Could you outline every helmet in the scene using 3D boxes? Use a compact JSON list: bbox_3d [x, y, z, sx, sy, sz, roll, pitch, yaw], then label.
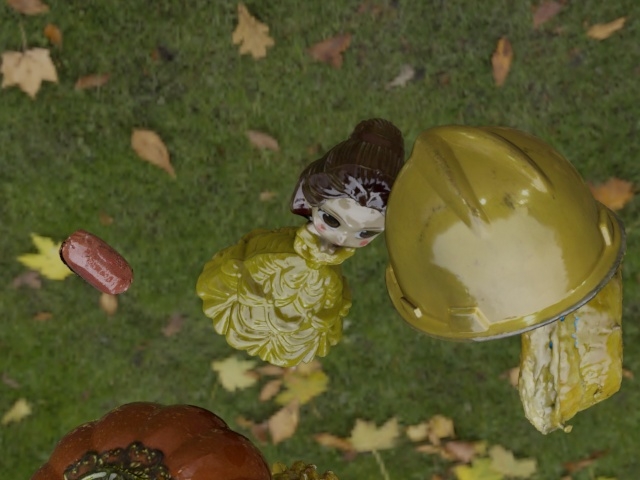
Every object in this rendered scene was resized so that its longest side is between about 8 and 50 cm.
[{"bbox_3d":[0.132,-0.032,0.967,0.205,0.257,0.140,-32,117,-10],"label":"helmet"}]

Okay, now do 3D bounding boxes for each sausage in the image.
[{"bbox_3d":[-0.362,0.037,1.830,0.076,0.076,0.141,-28,128,24],"label":"sausage"}]

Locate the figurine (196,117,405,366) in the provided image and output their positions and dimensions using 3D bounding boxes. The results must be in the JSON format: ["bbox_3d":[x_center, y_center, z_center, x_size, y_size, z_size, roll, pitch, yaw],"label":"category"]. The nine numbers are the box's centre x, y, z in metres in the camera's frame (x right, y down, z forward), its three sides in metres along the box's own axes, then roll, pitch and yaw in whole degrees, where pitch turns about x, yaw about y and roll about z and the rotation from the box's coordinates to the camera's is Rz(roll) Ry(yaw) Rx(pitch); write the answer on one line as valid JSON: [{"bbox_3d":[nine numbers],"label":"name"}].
[{"bbox_3d":[-0.001,0.003,1.277,0.187,0.168,0.315,41,142,3],"label":"figurine"}]

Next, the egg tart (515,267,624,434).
[{"bbox_3d":[0.443,0.152,1.959,0.169,0.388,0.388,3,143,18],"label":"egg tart"}]

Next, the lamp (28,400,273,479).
[{"bbox_3d":[-0.134,0.237,0.891,0.223,0.223,0.196,-13,152,8],"label":"lamp"}]

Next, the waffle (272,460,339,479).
[{"bbox_3d":[0.004,0.335,1.163,0.051,0.231,0.229,-36,100,26],"label":"waffle"}]
